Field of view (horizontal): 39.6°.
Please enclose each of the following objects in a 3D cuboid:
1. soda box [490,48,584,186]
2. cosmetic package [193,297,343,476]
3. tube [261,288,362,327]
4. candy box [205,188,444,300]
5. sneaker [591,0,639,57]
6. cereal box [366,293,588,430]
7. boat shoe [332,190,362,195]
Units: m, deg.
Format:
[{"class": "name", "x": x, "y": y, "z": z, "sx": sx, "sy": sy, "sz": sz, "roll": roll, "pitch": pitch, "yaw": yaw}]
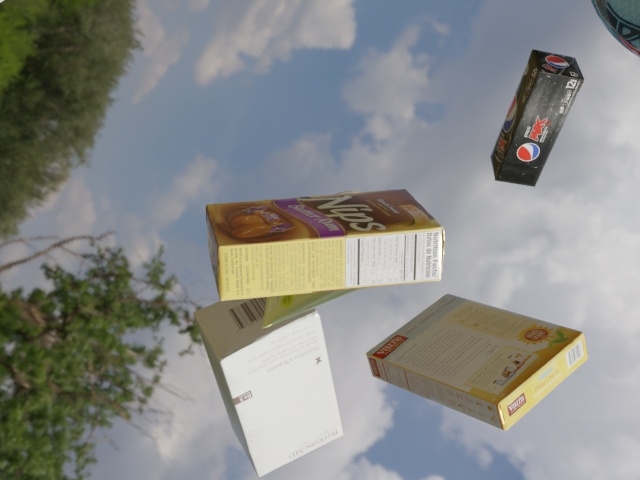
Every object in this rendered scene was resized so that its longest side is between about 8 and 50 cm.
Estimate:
[{"class": "soda box", "x": 0.266, "y": -0.150, "z": 1.112, "sx": 0.053, "sy": 0.060, "sz": 0.169, "roll": -88, "pitch": -171, "yaw": -48}, {"class": "cosmetic package", "x": -0.097, "y": 0.276, "z": 1.803, "sx": 0.217, "sy": 0.385, "sz": 0.156, "roll": -25, "pitch": -138, "yaw": -13}, {"class": "tube", "x": 0.017, "y": 0.052, "z": 1.243, "sx": 0.240, "sy": 0.062, "sz": 0.070, "roll": -23, "pitch": 178, "yaw": 28}, {"class": "candy box", "x": 0.000, "y": 0.000, "z": 0.761, "sx": 0.109, "sy": 0.186, "sz": 0.053, "roll": -122, "pitch": -150, "yaw": -66}, {"class": "sneaker", "x": 0.325, "y": -0.147, "z": 0.660, "sx": 0.104, "sy": 0.261, "sz": 0.125, "roll": -62, "pitch": 177, "yaw": 22}, {"class": "cereal box", "x": 0.200, "y": 0.151, "z": 1.170, "sx": 0.173, "sy": 0.047, "sz": 0.240, "roll": -31, "pitch": -153, "yaw": -29}, {"class": "boat shoe", "x": 0.015, "y": -0.027, "z": 1.220, "sx": 0.125, "sy": 0.046, "sz": 0.038, "roll": -33, "pitch": 157, "yaw": -29}]
